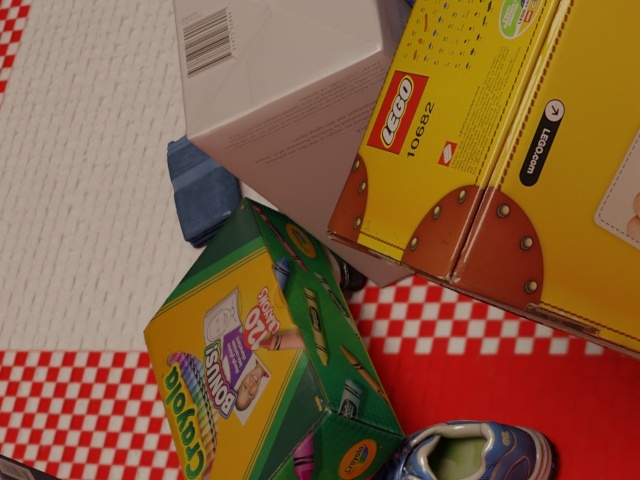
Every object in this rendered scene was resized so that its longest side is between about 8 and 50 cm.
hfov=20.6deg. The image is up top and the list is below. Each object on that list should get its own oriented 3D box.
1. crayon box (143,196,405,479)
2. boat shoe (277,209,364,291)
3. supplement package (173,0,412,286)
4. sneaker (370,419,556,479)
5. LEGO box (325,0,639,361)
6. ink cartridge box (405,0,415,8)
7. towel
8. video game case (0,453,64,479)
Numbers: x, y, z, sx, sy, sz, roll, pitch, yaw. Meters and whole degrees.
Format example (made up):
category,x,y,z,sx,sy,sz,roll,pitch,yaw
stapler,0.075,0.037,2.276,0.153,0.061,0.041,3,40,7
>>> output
category,x,y,z,sx,sy,sz,roll,pitch,yaw
crayon box,-0.046,0.115,1.437,0.165,0.081,0.278,-52,35,21
boat shoe,0.000,0.000,1.555,0.125,0.038,0.046,56,133,43
supplement package,0.037,-0.117,1.421,0.175,0.293,0.178,-24,54,23
sneaker,0.075,0.179,1.379,0.211,0.081,0.080,-21,57,26
LEGO box,0.280,-0.160,1.142,0.193,0.372,0.500,25,93,65
ink cartridge box,0.242,-0.210,1.346,0.395,0.270,0.151,-54,44,-2
towel,-0.108,-0.054,1.664,0.067,0.029,0.119,-28,53,20
video game case,-0.158,0.286,1.405,0.026,0.196,0.274,-47,49,7
